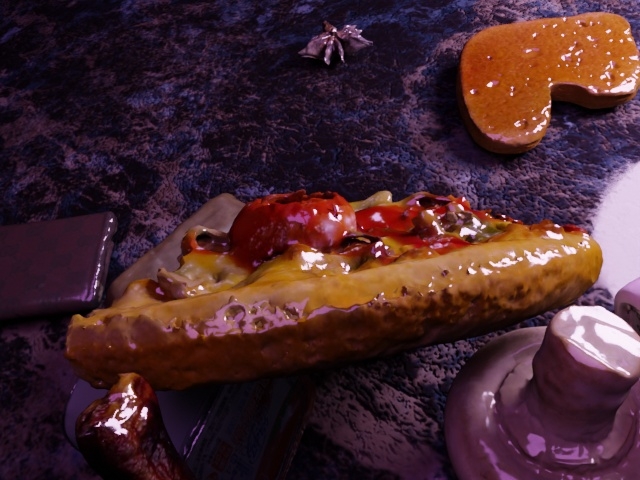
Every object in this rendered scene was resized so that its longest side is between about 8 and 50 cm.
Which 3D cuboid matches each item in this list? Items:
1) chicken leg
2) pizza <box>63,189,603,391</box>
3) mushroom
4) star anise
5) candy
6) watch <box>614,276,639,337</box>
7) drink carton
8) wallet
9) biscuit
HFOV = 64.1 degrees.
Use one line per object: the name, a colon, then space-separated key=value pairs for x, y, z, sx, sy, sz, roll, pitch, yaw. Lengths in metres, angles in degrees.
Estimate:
chicken leg: x=-0.055 y=0.272 z=0.360 sx=0.095 sy=0.158 sz=0.407 roll=-31 pitch=97 yaw=-21
pizza: x=0.000 y=0.000 z=0.532 sx=0.439 sy=0.130 sz=0.406 roll=-8 pitch=17 yaw=-10
mushroom: x=0.222 y=0.163 z=0.439 sx=0.206 sy=0.209 sz=0.207 roll=6 pitch=65 yaw=-12
star anise: x=0.040 y=-0.372 z=0.958 sx=0.129 sy=0.056 sz=0.124 roll=18 pitch=59 yaw=25
candy: x=-0.165 y=0.043 z=0.672 sx=0.104 sy=0.102 sz=0.234 roll=33 pitch=65 yaw=31
watch: x=0.407 y=0.069 z=0.425 sx=0.231 sy=0.244 sz=0.196 roll=-20 pitch=51 yaw=6
drink carton: x=-0.135 y=0.174 z=0.523 sx=0.189 sy=0.191 sz=0.186 roll=12 pitch=60 yaw=29
wallet: x=-0.426 y=0.039 z=0.773 sx=0.229 sy=0.049 sz=0.182 roll=-8 pitch=53 yaw=6
biscuit: x=0.352 y=-0.243 z=0.793 sx=0.276 sy=0.052 sz=0.262 roll=-6 pitch=58 yaw=8
